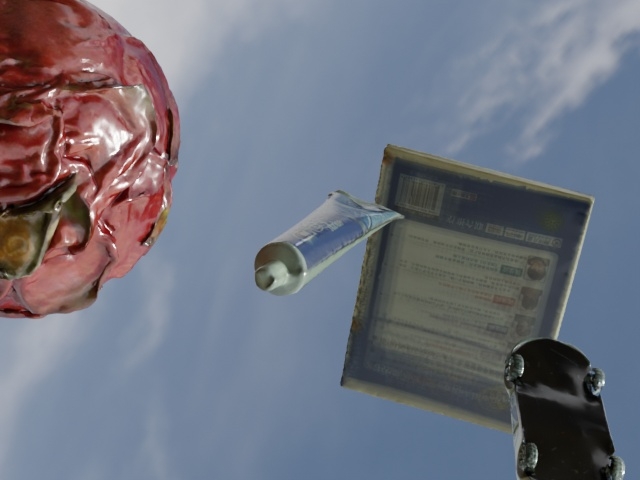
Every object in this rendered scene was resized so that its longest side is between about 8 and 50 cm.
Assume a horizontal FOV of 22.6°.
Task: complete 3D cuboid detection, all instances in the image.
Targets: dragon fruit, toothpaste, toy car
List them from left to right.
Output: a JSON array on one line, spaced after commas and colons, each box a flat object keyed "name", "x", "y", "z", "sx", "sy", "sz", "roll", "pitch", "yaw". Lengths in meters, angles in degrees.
[{"name": "dragon fruit", "x": -0.245, "y": -0.076, "z": 1.293, "sx": 0.277, "sy": 0.277, "sz": 0.342, "roll": -51, "pitch": -160, "yaw": 8}, {"name": "toothpaste", "x": 0.001, "y": 0.000, "z": 1.439, "sx": 0.069, "sy": 0.047, "sz": 0.268, "roll": -12, "pitch": -171, "yaw": 24}, {"name": "toy car", "x": 0.222, "y": 0.171, "z": 1.496, "sx": 0.205, "sy": 0.095, "sz": 0.056, "roll": -92, "pitch": -167, "yaw": -52}]

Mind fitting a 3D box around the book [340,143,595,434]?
[{"name": "book", "x": 0.153, "y": 0.060, "z": 1.742, "sx": 0.018, "sy": 0.228, "sz": 0.322, "roll": -64, "pitch": 167, "yaw": -56}]
